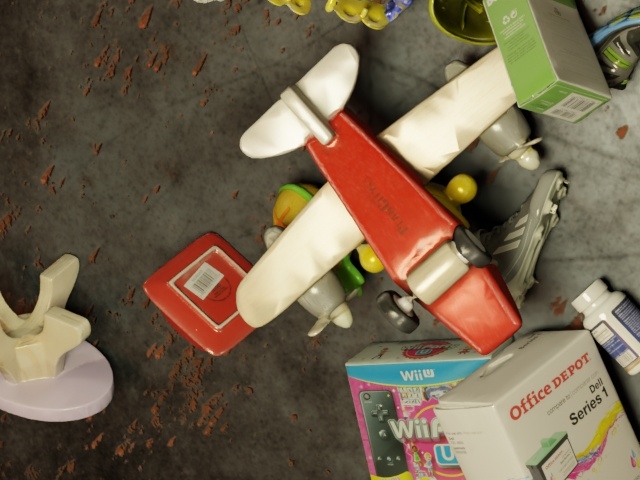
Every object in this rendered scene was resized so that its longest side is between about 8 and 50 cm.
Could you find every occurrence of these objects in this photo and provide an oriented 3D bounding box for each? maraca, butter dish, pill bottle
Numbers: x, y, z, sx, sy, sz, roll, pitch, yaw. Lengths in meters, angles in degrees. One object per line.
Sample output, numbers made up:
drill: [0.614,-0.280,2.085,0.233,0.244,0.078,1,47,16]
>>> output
maraca: [0.000,0.000,1.894,0.186,0.099,0.127,59,160,-17]
butter dish: [-0.165,0.097,2.005,0.160,0.160,0.118,42,145,10]
pill bottle: [0.377,0.107,1.740,0.120,0.067,0.067,47,122,7]

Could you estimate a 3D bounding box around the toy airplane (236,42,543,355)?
toy airplane: [0.087,-0.059,1.734,0.386,0.272,0.385,3,86,24]

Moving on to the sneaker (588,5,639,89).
sneaker: [0.359,-0.224,1.646,0.188,0.067,0.078,-32,95,38]

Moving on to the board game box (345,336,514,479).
board game box: [0.177,0.291,1.896,0.224,0.097,0.304,-6,102,30]

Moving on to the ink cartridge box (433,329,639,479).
ink cartridge box: [0.295,0.278,1.738,0.117,0.201,0.278,-12,106,54]

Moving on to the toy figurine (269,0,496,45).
toy figurine: [0.063,-0.364,1.725,0.362,0.217,0.191,8,99,-19]

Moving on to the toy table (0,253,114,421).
toy table: [-0.449,0.151,2.126,0.274,0.252,0.161,11,129,16]

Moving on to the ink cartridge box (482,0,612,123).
ink cartridge box: [0.258,-0.248,1.615,0.062,0.109,0.209,-35,59,38]

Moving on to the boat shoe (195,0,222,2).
boat shoe: [-0.154,-0.363,1.859,0.258,0.095,0.084,-11,97,32]

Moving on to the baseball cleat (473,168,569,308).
baseball cleat: [0.244,-0.009,1.773,0.109,0.072,0.206,26,115,23]
